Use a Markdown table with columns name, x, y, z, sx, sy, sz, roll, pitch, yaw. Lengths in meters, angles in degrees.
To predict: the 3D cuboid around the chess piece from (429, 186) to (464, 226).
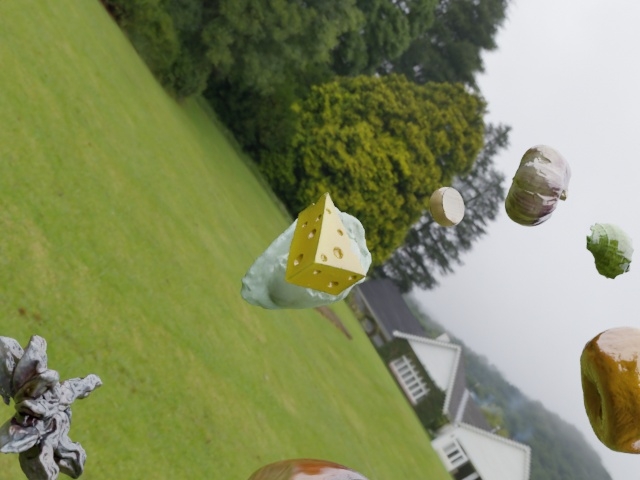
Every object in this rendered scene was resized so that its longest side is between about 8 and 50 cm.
| name | x | y | z | sx | sy | sz | roll | pitch | yaw |
| --- | --- | --- | --- | --- | --- | --- | --- | --- | --- |
| chess piece | 0.263 | -0.070 | 1.474 | 0.038 | 0.083 | 0.084 | -13 | -67 | 44 |

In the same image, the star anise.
| name | x | y | z | sx | sy | sz | roll | pitch | yaw |
| --- | --- | --- | --- | --- | --- | --- | --- | --- | --- |
| star anise | -0.453 | 0.270 | 1.160 | 0.212 | 0.129 | 0.283 | 69 | 9 | -52 |

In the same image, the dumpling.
| name | x | y | z | sx | sy | sz | roll | pitch | yaw |
| --- | --- | --- | --- | --- | --- | --- | --- | --- | --- |
| dumpling | -0.008 | 0.064 | 1.730 | 0.212 | 0.270 | 0.320 | 44 | 29 | 4 |

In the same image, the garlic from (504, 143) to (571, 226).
| name | x | y | z | sx | sy | sz | roll | pitch | yaw |
| --- | --- | --- | --- | --- | --- | --- | --- | --- | --- |
| garlic | 0.394 | -0.094 | 1.277 | 0.102 | 0.147 | 0.159 | 25 | -43 | 16 |

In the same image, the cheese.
| name | x | y | z | sx | sy | sz | roll | pitch | yaw |
| --- | --- | --- | --- | --- | --- | --- | --- | --- | --- |
| cheese | 0.000 | 0.000 | 1.351 | 0.126 | 0.093 | 0.171 | 16 | 52 | -35 |

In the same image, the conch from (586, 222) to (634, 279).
| name | x | y | z | sx | sy | sz | roll | pitch | yaw |
| --- | --- | --- | --- | --- | --- | --- | --- | --- | --- |
| conch | 0.497 | 0.014 | 1.217 | 0.121 | 0.089 | 0.074 | 39 | -33 | -19 |

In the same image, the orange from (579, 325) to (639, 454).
| name | x | y | z | sx | sy | sz | roll | pitch | yaw |
| --- | --- | --- | --- | --- | --- | --- | --- | --- | --- |
| orange | 0.608 | 0.281 | 1.369 | 0.249 | 0.183 | 0.249 | -9 | 90 | -86 |

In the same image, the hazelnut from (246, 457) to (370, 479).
| name | x | y | z | sx | sy | sz | roll | pitch | yaw |
| --- | --- | --- | --- | --- | --- | --- | --- | --- | --- |
| hazelnut | 0.012 | 0.478 | 1.028 | 0.372 | 0.372 | 0.316 | -141 | -118 | -79 |
